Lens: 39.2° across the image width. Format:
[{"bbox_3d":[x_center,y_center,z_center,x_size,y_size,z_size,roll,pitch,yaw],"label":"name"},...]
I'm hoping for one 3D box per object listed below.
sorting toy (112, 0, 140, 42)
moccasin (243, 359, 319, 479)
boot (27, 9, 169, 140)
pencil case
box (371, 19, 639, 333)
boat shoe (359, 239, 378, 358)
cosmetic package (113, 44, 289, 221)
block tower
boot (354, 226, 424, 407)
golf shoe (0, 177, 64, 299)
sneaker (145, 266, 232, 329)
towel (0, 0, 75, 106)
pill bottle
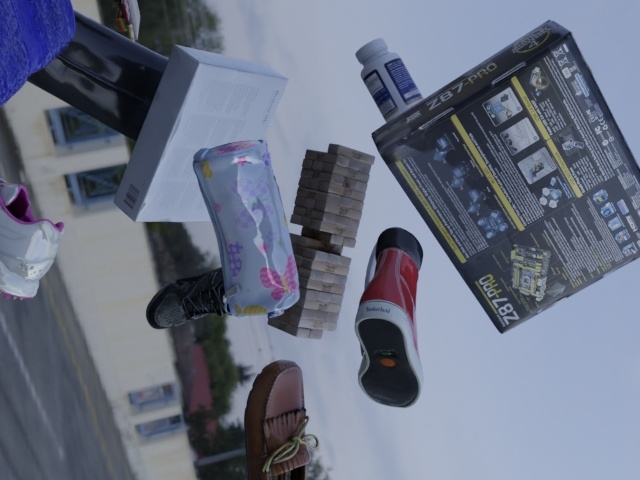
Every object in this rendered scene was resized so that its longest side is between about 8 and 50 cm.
[{"bbox_3d":[-0.488,-0.582,2.233,0.274,0.046,0.132,-99,-178,-49],"label":"sorting toy"},{"bbox_3d":[-0.076,0.422,1.766,0.147,0.139,0.379,13,-83,45],"label":"moccasin"},{"bbox_3d":[-0.495,-0.463,1.920,0.367,0.445,0.146,-52,-151,14],"label":"boot"},{"bbox_3d":[-0.114,-0.019,1.378,0.113,0.124,0.273,-143,-139,-71],"label":"pencil case"},{"bbox_3d":[0.314,-0.083,1.373,0.395,0.318,0.097,52,10,-25],"label":"box"},{"bbox_3d":[0.127,0.127,1.831,0.102,0.108,0.301,-155,-118,-64],"label":"boat shoe"},{"bbox_3d":[-0.258,-0.220,1.964,0.097,0.284,0.377,39,-67,32],"label":"cosmetic package"},{"bbox_3d":[0.000,0.000,1.583,0.097,0.091,0.335,16,-87,49],"label":"block tower"},{"bbox_3d":[0.104,0.102,1.203,0.244,0.089,0.176,81,19,-49],"label":"boot"},{"bbox_3d":[-0.493,-0.051,1.278,0.306,0.140,0.115,39,6,7],"label":"golf shoe"},{"bbox_3d":[-0.220,0.112,1.724,0.130,0.228,0.087,18,-55,65],"label":"sneaker"},{"bbox_3d":[-0.382,-0.283,1.033,0.308,0.076,0.227,-76,151,-58],"label":"towel"},{"bbox_3d":[0.143,-0.337,1.895,0.169,0.094,0.094,62,-13,3],"label":"pill bottle"}]
